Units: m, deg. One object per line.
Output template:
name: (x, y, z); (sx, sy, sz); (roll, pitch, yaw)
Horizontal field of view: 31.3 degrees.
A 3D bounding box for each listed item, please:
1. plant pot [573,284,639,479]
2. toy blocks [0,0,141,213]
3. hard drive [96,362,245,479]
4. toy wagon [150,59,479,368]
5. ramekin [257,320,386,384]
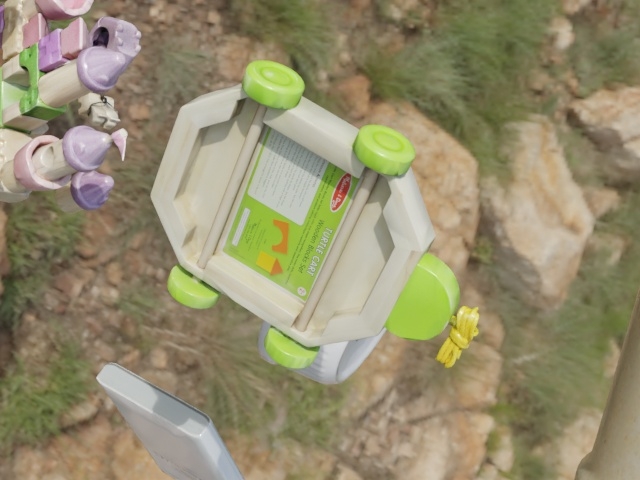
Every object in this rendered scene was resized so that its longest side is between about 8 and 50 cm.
plant pot: (0.361, 0.114, 0.877); (0.334, 0.334, 0.305); (-4, 104, -48)
toy blocks: (-0.305, -0.195, 1.378); (0.309, 0.260, 0.289); (13, 68, -46)
hard drive: (-0.214, 0.318, 1.768); (0.040, 0.203, 0.307); (-53, 150, -24)
toy wagon: (0.000, 0.000, 1.087); (0.068, 0.344, 0.267); (-46, 164, -55)
ramekin: (0.031, 0.099, 1.760); (0.273, 0.127, 0.273); (-50, 163, -22)
